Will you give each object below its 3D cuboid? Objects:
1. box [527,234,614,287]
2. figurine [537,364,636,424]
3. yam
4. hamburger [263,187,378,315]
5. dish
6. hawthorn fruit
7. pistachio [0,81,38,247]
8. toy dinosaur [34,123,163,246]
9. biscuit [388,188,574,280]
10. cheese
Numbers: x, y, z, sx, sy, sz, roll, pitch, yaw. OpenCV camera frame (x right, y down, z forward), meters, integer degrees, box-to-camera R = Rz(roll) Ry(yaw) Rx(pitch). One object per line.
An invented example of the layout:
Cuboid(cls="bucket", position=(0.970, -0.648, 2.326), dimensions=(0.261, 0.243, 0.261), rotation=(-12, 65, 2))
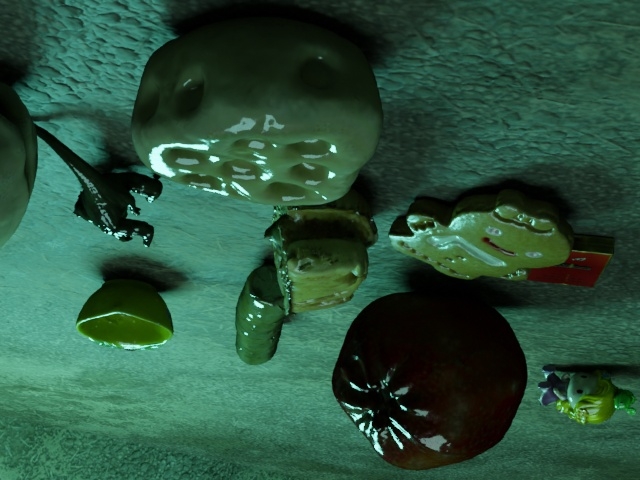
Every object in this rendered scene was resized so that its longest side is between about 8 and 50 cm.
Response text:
Cuboid(cls="box", position=(0.300, 0.024, 1.483), dimensions=(0.090, 0.023, 0.133), rotation=(5, 161, 3))
Cuboid(cls="figurine", position=(0.445, 0.263, 1.998), dimensions=(0.156, 0.095, 0.115), rotation=(1, 149, 29))
Cuboid(cls="yam", position=(-0.089, 0.116, 1.815), dimensions=(0.083, 0.083, 0.371), rotation=(9, 160, -5))
Cuboid(cls="hamburger", position=(0.000, 0.000, 1.410), dimensions=(0.130, 0.124, 0.262), rotation=(-10, 166, -5))
Cuboid(cls="dish", position=(-0.296, 0.108, 1.871), dimensions=(0.148, 0.080, 0.208), rotation=(5, 160, -5))
Cuboid(cls="hawthorn fruit", position=(0.171, 0.185, 1.711), dimensions=(0.254, 0.254, 0.300), rotation=(-8, -177, 38))
Cuboid(cls="pistachio", position=(-0.420, -0.068, 1.259), dimensions=(0.331, 0.208, 0.226), rotation=(-11, 110, 29))
Cuboid(cls="toy dinosaur", position=(-0.279, -0.048, 1.404), dimensions=(0.178, 0.087, 0.187), rotation=(14, 159, -23))
Cuboid(cls="biscuit", position=(0.189, 0.000, 1.400), dimensions=(0.184, 0.035, 0.248), rotation=(28, 156, -29))
Cuboid(cls="cheese", position=(-0.051, -0.110, 1.092), dimensions=(0.235, 0.117, 0.218), rotation=(-2, 160, 22))
